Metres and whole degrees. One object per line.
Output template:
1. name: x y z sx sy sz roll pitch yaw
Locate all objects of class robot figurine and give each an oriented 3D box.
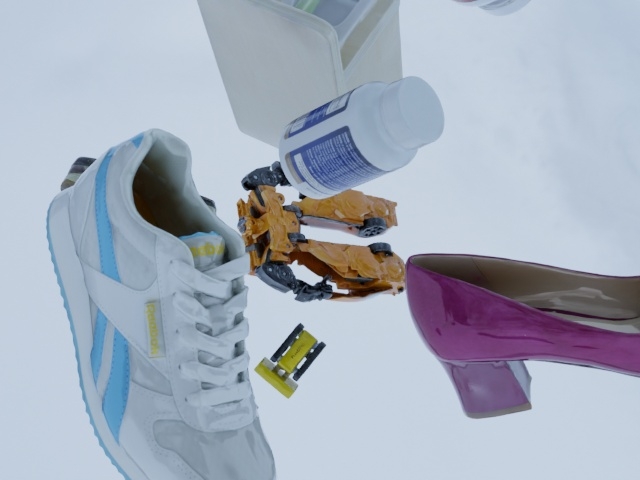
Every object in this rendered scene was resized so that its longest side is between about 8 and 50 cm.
1. robot figurine: 0.000 0.000 1.339 0.085 0.291 0.211 -35 57 44

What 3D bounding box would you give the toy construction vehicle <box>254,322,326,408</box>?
1. toy construction vehicle: -0.057 0.084 0.639 0.086 0.035 0.098 37 87 4

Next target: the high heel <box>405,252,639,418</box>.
1. high heel: 0.273 0.044 0.892 0.377 0.127 0.181 -21 110 12

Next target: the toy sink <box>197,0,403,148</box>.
1. toy sink: -0.010 -0.198 0.956 0.153 0.131 0.234 25 157 21

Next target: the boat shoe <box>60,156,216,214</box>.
1. boat shoe: -0.173 -0.051 0.920 0.056 0.152 0.049 117 165 -61

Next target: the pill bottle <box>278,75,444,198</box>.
1. pill bottle: 0.030 -0.077 0.694 0.120 0.067 0.067 -20 82 45

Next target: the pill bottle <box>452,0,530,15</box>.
1. pill bottle: 0.154 -0.332 1.032 0.121 0.216 0.121 -15 66 37

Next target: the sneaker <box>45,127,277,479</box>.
1. sneaker: -0.080 0.047 0.518 0.092 0.087 0.228 -38 70 34
